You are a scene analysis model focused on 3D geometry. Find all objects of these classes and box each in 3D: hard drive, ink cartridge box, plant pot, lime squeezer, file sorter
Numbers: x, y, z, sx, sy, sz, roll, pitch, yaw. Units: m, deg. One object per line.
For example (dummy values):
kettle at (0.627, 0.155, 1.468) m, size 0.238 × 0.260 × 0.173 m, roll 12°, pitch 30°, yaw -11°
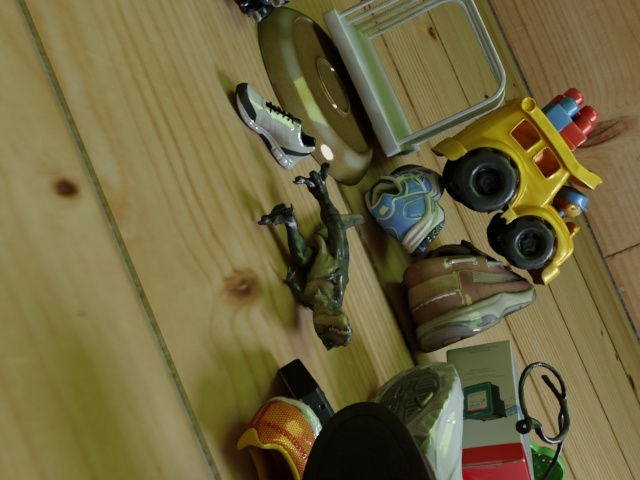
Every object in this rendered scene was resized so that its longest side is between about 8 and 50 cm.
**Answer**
hard drive at (0.014, 0.165, 0.771) m, size 0.135 × 0.022 × 0.094 m, roll 61°, pitch -7°, yaw -11°
ink cartridge box at (0.185, 0.234, 1.034) m, size 0.231 × 0.077 × 0.134 m, roll -82°, pitch 158°, yaw -55°
plant pot at (0.005, -0.180, 1.157) m, size 0.236 × 0.032 × 0.236 m, roll 50°, pitch 25°, yaw -34°
lime squeezer at (0.297, 0.336, 1.258) m, size 0.110 × 0.058 × 0.311 m, roll 12°, pitch 57°, yaw -65°
file sorter at (0.141, -0.235, 1.288) m, size 0.193 × 0.173 × 0.277 m, roll 66°, pitch 12°, yaw -1°

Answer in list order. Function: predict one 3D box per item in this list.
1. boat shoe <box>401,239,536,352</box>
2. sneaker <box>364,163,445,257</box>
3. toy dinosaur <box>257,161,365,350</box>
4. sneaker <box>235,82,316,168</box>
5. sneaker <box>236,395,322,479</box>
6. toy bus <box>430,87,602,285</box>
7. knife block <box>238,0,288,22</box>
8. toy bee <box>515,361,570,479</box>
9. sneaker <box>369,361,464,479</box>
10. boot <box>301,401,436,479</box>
boat shoe at (0.189, 0.053, 1.225) m, size 0.117 × 0.123 × 0.324 m, roll 66°, pitch 20°, yaw 6°
sneaker at (0.102, -0.058, 1.189) m, size 0.081 × 0.080 × 0.211 m, roll 35°, pitch 16°, yaw -12°
toy dinosaur at (0.000, 0.000, 0.924) m, size 0.268 × 0.064 × 0.118 m, roll -77°, pitch 145°, yaw -60°
sneaker at (-0.044, -0.121, 0.964) m, size 0.109 × 0.043 × 0.040 m, roll 47°, pitch 30°, yaw -36°
sneaker at (-0.008, 0.199, 0.710) m, size 0.067 × 0.064 × 0.175 m, roll -44°, pitch 108°, yaw -43°
toy bus at (0.279, -0.084, 1.229) m, size 0.220 × 0.211 × 0.149 m, roll 53°, pitch 3°, yaw -5°
knife block at (0.001, -0.356, 1.067) m, size 0.088 × 0.275 × 0.242 m, roll 54°, pitch -6°, yaw -27°
toy bee at (0.195, 0.267, 0.780) m, size 0.195 × 0.162 × 0.299 m, roll 8°, pitch 61°, yaw -39°
sneaker at (0.096, 0.214, 0.901) m, size 0.115 × 0.090 × 0.232 m, roll 61°, pitch 30°, yaw -28°
boot at (0.083, 0.257, 0.669) m, size 0.264 × 0.096 × 0.280 m, roll 69°, pitch 9°, yaw 22°
